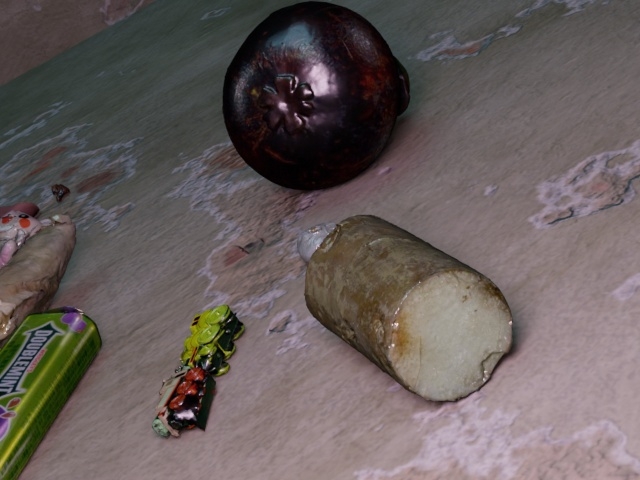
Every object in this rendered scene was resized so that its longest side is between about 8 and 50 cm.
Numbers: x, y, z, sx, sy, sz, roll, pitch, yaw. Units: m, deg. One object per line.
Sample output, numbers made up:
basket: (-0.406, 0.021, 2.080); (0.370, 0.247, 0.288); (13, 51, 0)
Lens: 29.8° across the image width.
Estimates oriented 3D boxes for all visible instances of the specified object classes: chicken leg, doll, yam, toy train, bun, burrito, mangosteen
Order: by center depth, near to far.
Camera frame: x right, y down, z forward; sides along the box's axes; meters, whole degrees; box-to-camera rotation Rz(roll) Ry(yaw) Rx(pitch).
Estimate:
yam: (0.091, 0.071, 1.469); (0.168, 0.168, 0.304); (-33, 27, -14)
toy train: (-0.167, 0.177, 1.630); (0.085, 0.053, 0.249); (-23, 24, 24)
bun: (0.000, 0.000, 1.822); (0.083, 0.045, 0.083); (-16, 26, 8)
burrito: (-0.506, 0.106, 1.974); (0.175, 0.107, 0.347); (-54, 11, 33)
mangosteen: (-0.010, -0.241, 2.013); (0.330, 0.330, 0.330); (-21, 25, 10)
doll: (-0.594, 0.010, 2.305); (0.149, 0.095, 0.192); (-11, 26, 16)
chicken leg: (-0.558, -0.106, 2.582); (0.036, 0.021, 0.083); (-21, 28, -14)

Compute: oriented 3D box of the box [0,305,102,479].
box: (-0.439, 0.228, 1.717); (0.134, 0.097, 0.345); (-4, 30, 19)

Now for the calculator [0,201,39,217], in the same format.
calculator: (-0.740, 0.019, 2.479); (0.220, 0.048, 0.329); (-2, 36, 38)
